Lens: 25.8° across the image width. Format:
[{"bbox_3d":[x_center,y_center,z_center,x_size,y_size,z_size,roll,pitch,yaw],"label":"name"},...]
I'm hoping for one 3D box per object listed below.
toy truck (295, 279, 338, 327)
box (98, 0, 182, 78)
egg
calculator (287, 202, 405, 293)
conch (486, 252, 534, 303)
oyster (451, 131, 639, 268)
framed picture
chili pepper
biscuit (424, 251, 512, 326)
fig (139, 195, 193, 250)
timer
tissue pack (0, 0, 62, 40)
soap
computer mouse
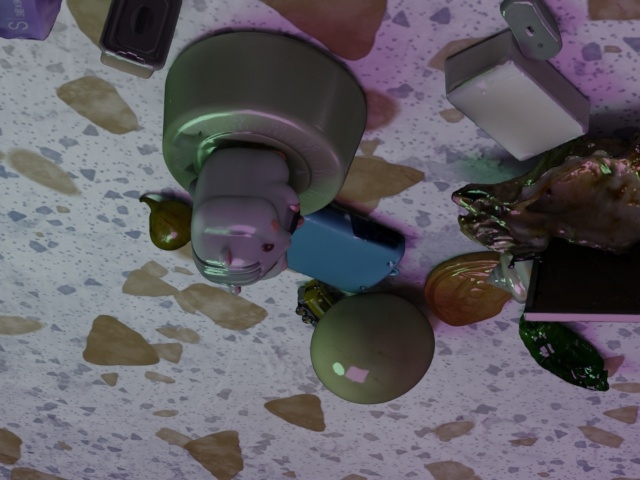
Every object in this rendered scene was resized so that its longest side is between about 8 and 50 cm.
[{"bbox_3d":[0.003,0.119,2.392,0.063,0.052,0.123,-16,137,24],"label":"toy truck"},{"bbox_3d":[-0.238,-0.275,1.825,0.089,0.122,0.062,18,158,-13],"label":"box"},{"bbox_3d":[0.090,0.178,2.321,0.242,0.186,0.186,-3,163,-46],"label":"egg"},{"bbox_3d":[0.000,0.000,2.219,0.293,0.051,0.173,22,143,-19],"label":"calculator"},{"bbox_3d":[0.381,0.051,2.130,0.255,0.127,0.158,-6,142,21],"label":"conch"},{"bbox_3d":[0.351,-0.051,1.959,0.337,0.133,0.197,-20,116,23],"label":"oyster"},{"bbox_3d":[0.405,0.034,1.975,0.213,0.289,0.016,0,119,13],"label":"framed picture"},{"bbox_3d":[0.410,0.185,2.374,0.100,0.074,0.257,-21,140,33],"label":"chili pepper"},{"bbox_3d":[0.243,0.082,2.296,0.142,0.029,0.220,17,146,-10],"label":"biscuit"},{"bbox_3d":[-0.243,-0.032,2.221,0.098,0.082,0.084,49,167,-23],"label":"fig"},{"bbox_3d":[-0.095,-0.076,1.900,0.291,0.315,0.290,6,145,4],"label":"timer"},{"bbox_3d":[-0.426,-0.391,1.606,0.242,0.160,0.338,12,158,2],"label":"tissue pack"},{"bbox_3d":[0.261,-0.189,1.866,0.121,0.063,0.183,-23,134,38],"label":"soap"},{"bbox_3d":[0.266,-0.277,1.766,0.056,0.032,0.110,-16,128,32],"label":"computer mouse"}]
